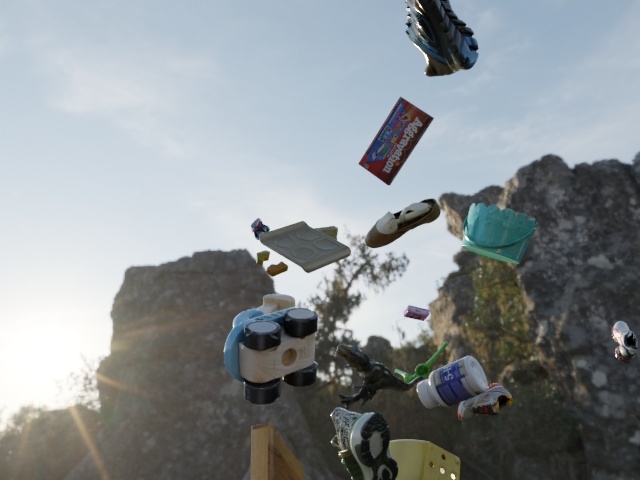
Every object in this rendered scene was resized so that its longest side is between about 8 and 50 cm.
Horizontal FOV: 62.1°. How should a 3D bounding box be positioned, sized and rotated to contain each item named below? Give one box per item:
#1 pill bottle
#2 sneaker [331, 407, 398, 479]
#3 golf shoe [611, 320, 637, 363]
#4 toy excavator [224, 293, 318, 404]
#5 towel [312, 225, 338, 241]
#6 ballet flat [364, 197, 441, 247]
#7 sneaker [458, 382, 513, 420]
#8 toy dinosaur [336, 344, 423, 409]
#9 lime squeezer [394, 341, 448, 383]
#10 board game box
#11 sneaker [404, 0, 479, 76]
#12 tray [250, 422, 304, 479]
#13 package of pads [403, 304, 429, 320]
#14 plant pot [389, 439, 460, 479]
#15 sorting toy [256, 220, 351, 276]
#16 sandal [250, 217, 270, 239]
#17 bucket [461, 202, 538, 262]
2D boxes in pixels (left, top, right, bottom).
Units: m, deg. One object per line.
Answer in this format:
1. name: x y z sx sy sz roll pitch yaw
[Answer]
1. pill bottle: 0.387 0.428 1.578 0.187 0.112 0.112 -33 -29 26
2. sneaker: 0.122 0.664 1.642 0.158 0.410 0.182 -28 32 -37
3. golf shoe: 1.097 0.349 1.897 0.068 0.186 0.086 21 -51 5
4. toy excavator: -0.169 0.292 1.741 0.433 0.222 0.445 -11 18 -40
5. towel: 0.000 0.000 2.092 0.148 0.110 0.027 -5 14 -16
6. ballet flat: 0.328 -0.083 2.135 0.343 0.116 0.124 -22 -33 -4
7. sneaker: 0.594 0.590 1.919 0.225 0.088 0.093 -20 25 -18
8. toy dinosaur: 0.106 0.292 1.086 0.118 0.064 0.268 -45 -47 14
9. lime squeezer: 0.378 0.490 2.024 0.110 0.059 0.310 -43 -2 -46
10. board game box: 0.265 -0.352 1.891 0.281 0.145 0.027 -58 -21 18
11. sneaker: 0.245 -0.547 1.268 0.140 0.340 0.125 -6 29 50
12. tray: -0.138 0.824 1.852 0.076 0.202 0.410 -14 -46 8
13. package of pads: 0.349 0.265 1.933 0.083 0.032 0.050 13 -40 -9
14. plant pot: 0.342 0.780 1.757 0.212 0.212 0.187 31 -45 -12
15. sorting toy: -0.083 0.034 1.671 0.307 0.229 0.041 -20 -49 -41
16. sandal: -0.241 -0.051 2.032 0.067 0.179 0.040 -43 -61 -2
17. bucket: 0.715 -0.026 2.159 0.281 0.183 0.281 18 -2 1
